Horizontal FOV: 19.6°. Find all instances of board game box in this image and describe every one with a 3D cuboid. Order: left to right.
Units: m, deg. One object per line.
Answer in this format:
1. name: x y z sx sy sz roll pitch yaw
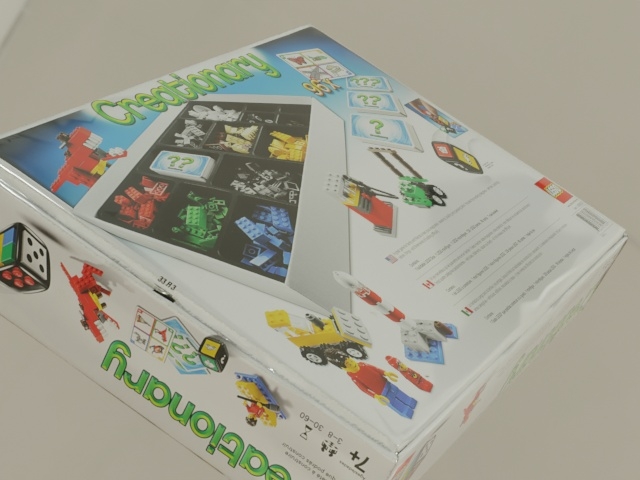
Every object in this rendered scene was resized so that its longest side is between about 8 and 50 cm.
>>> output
1. board game box: 0.000 0.000 0.770 0.193 0.053 0.305 34 26 13
